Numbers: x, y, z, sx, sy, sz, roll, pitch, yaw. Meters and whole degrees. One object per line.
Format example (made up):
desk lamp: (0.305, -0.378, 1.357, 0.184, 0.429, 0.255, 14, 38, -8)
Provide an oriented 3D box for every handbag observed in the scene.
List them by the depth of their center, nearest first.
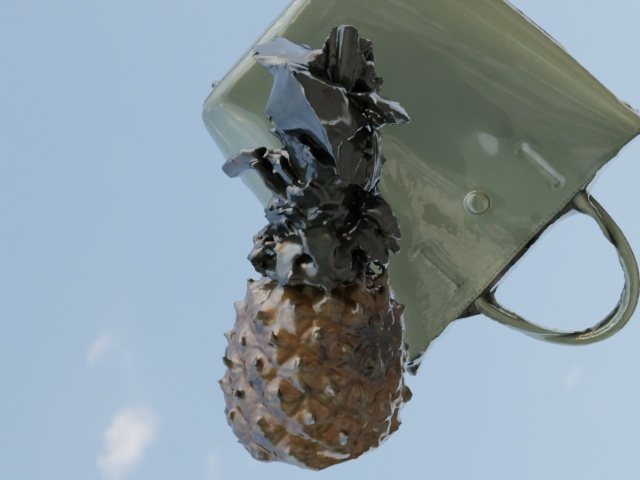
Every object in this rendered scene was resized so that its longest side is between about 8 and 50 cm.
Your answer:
handbag: (0.085, -0.048, 1.265, 0.315, 0.241, 0.109, 46, -165, 12)

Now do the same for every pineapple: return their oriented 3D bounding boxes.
pineapple: (0.000, 0.000, 1.019, 0.111, 0.119, 0.237, -18, -69, -54)
